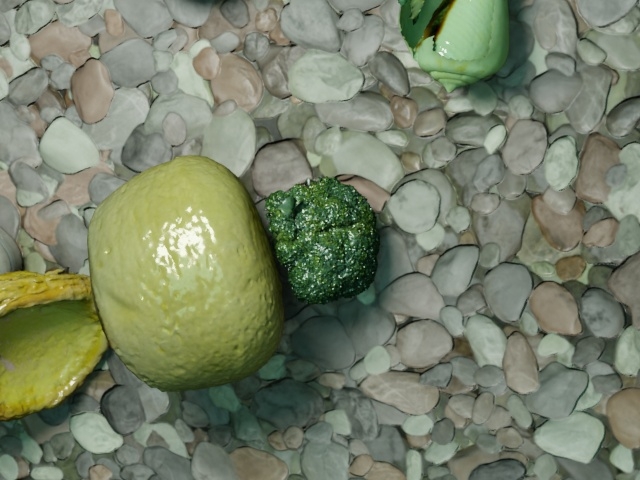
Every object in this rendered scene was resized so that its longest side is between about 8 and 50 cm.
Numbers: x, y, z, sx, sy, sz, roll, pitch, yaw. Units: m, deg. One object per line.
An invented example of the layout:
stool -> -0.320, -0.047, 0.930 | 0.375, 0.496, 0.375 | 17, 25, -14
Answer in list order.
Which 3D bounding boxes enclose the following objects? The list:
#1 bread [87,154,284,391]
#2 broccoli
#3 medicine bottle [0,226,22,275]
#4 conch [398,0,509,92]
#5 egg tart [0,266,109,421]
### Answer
bread -> -0.171, 0.044, 1.510 | 0.237, 0.320, 0.320 | -15, 97, 10
broccoli -> 0.000, 0.000, 1.541 | 0.156, 0.195, 0.195 | -1, 101, 31
medicine bottle -> -0.655, 0.002, 1.681 | 0.375, 0.123, 0.282 | 40, 103, -1
conch -> 0.176, -0.323, 1.456 | 0.144, 0.137, 0.250 | -4, 99, 12
egg tart -> -0.450, 0.139, 1.618 | 0.123, 0.294, 0.294 | 44, 108, 35
